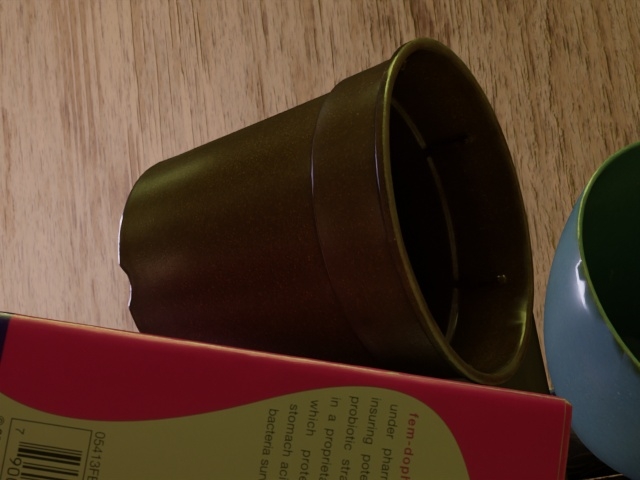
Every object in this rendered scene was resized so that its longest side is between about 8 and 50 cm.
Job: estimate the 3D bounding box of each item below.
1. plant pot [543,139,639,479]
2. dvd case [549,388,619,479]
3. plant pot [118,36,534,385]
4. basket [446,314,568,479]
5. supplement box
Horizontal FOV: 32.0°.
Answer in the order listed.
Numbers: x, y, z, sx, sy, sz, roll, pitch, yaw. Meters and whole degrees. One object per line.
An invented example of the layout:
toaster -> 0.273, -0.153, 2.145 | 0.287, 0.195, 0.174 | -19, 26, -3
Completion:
plant pot -> 0.295, 0.088, 0.887 | 0.290, 0.290, 0.195 | -3, -34, -22
dvd case -> 0.278, 0.180, 1.047 | 0.221, 0.018, 0.164 | -3, -39, -21
plant pot -> 0.000, 0.000, 0.563 | 0.165, 0.166, 0.167 | -12, -9, 29
basket -> 0.071, 0.092, 0.712 | 0.154, 0.226, 0.204 | -5, -8, -10
supplement box -> -0.023, 0.102, 0.447 | 0.220, 0.111, 0.114 | 9, -8, 3
